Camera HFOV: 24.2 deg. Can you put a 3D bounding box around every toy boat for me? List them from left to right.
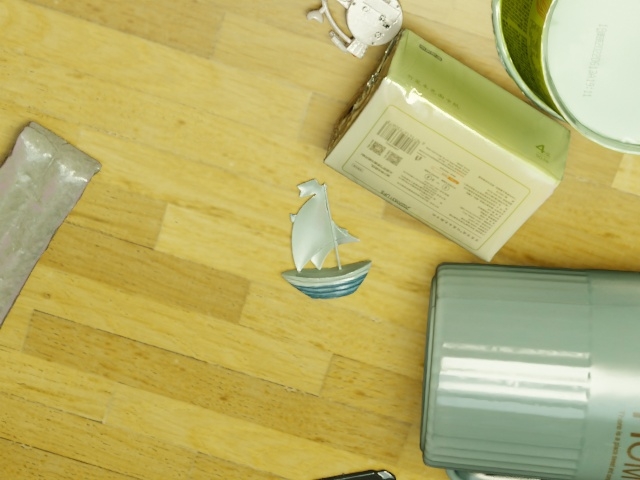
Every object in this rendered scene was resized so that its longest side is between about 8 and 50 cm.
[{"bbox_3d":[-0.007,0.009,1.807,0.105,0.034,0.149,-30,106,10],"label":"toy boat"}]

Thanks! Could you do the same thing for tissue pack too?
[{"bbox_3d":[0.142,-0.108,1.695,0.234,0.125,0.159,30,131,-8],"label":"tissue pack"}]

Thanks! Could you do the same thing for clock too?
[{"bbox_3d":[0.031,-0.269,1.705,0.129,0.041,0.087,39,103,-15],"label":"clock"}]

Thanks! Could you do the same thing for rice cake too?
[{"bbox_3d":[-0.383,0.000,1.814,0.106,0.050,0.298,32,108,-8],"label":"rice cake"}]

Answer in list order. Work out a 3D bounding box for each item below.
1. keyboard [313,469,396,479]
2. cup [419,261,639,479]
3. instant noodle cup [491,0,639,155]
[{"bbox_3d":[-0.024,0.360,1.940,0.262,0.016,0.106,-11,108,6],"label":"keyboard"},{"bbox_3d":[0.277,0.162,1.764,0.311,0.331,0.256,5,76,3],"label":"cup"},{"bbox_3d":[0.346,-0.232,1.608,0.311,0.221,0.311,1,110,2],"label":"instant noodle cup"}]
